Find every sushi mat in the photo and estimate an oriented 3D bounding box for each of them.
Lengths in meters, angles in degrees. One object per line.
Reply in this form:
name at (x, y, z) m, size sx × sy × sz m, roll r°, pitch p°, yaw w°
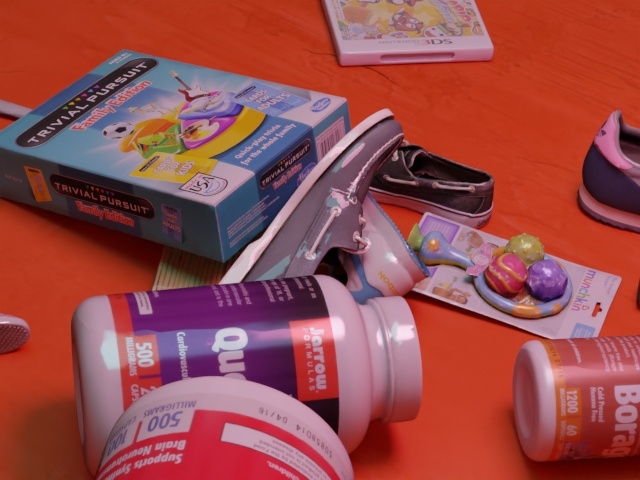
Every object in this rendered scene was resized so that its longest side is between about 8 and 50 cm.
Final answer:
sushi mat at (-0.094, -0.020, 2.026) m, size 0.151 × 0.019 × 0.316 m, roll 7°, pitch 39°, yaw 2°

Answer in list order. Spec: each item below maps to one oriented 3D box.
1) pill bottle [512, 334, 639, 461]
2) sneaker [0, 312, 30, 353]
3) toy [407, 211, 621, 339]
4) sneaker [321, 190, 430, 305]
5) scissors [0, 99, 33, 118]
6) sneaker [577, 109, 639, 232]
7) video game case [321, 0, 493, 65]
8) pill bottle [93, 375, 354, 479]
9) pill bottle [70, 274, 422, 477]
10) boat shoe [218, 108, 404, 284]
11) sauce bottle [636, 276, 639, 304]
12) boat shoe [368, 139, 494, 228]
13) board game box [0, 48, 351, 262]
pill bottle at (0.308, 0.154, 1.764) m, size 0.216 × 0.121 × 0.121 m, roll -3°, pitch 39°, yaw -8°
sneaker at (-0.371, 0.083, 1.848) m, size 0.134 × 0.051 × 0.070 m, roll -7°, pitch 45°, yaw -7°
toy at (0.206, 0.029, 1.964) m, size 0.237 × 0.056 × 0.137 m, roll 16°, pitch 42°, yaw 15°
sneaker at (0.035, -0.002, 1.961) m, size 0.092 × 0.087 × 0.229 m, roll -37°, pitch 31°, yaw 1°
scissors at (-0.438, -0.183, 2.198) m, size 0.297 × 0.021 × 0.109 m, roll 5°, pitch 37°, yaw 3°
sneaker at (0.462, -0.067, 2.046) m, size 0.319 × 0.131 × 0.112 m, roll 8°, pitch 39°, yaw 5°
video game case at (0.109, -0.310, 2.402) m, size 0.206 × 0.026 × 0.227 m, roll -3°, pitch 39°, yaw -9°
pill bottle at (-0.106, 0.322, 1.432) m, size 0.229 × 0.229 × 0.408 m, roll 7°, pitch 38°, yaw 4°
pill bottle at (-0.073, 0.130, 1.713) m, size 0.323 × 0.181 × 0.181 m, roll -6°, pitch 40°, yaw -11°
boat shoe at (0.000, 0.000, 1.881) m, size 0.099 × 0.116 × 0.319 m, roll 37°, pitch 74°, yaw 9°
sauce bottle at (0.414, 0.061, 1.955) m, size 0.128 × 0.042 × 0.042 m, roll 9°, pitch 39°, yaw 3°
boat shoe at (0.102, -0.083, 2.081) m, size 0.219 × 0.070 × 0.078 m, roll 17°, pitch 40°, yaw 16°
board game box at (-0.173, -0.106, 2.031) m, size 0.336 × 0.079 × 0.254 m, roll 15°, pitch 39°, yaw 31°
